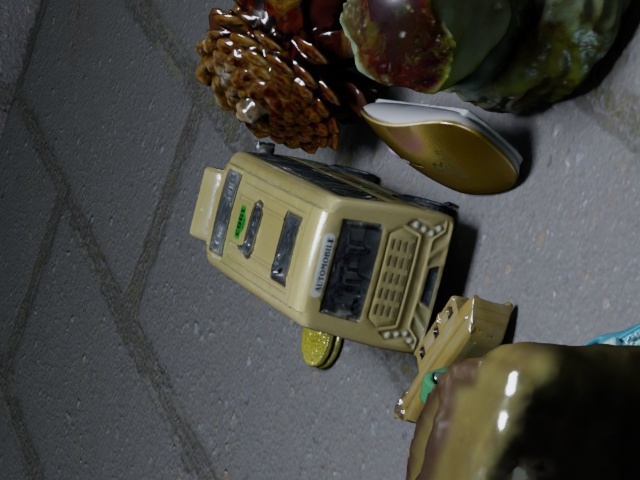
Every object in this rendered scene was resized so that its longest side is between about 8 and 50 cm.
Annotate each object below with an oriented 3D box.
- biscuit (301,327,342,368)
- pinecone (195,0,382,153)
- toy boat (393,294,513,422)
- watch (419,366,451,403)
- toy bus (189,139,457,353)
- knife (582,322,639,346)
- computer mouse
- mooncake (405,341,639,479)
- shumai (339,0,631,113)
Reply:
[{"bbox_3d":[0.001,0.116,2.229,0.084,0.023,0.084,-37,48,55],"label":"biscuit"},{"bbox_3d":[-0.024,-0.249,2.186,0.264,0.264,0.264,-36,48,55],"label":"pinecone"},{"bbox_3d":[0.135,0.126,1.912,0.077,0.057,0.200,-101,32,-47],"label":"toy boat"},{"bbox_3d":[0.160,0.206,1.759,0.165,0.131,0.152,-138,52,-60],"label":"watch"},{"bbox_3d":[0.000,0.000,2.076,0.365,0.202,0.177,27,104,65],"label":"toy bus"},{"bbox_3d":[0.283,0.092,1.642,0.222,0.031,0.064,-40,27,52],"label":"knife"},{"bbox_3d":[0.124,-0.103,1.964,0.056,0.126,0.245,-54,25,-8],"label":"computer mouse"},{"bbox_3d":[0.206,0.288,1.496,0.394,0.246,0.393,-109,32,-52],"label":"mooncake"},{"bbox_3d":[0.125,-0.268,1.803,0.304,0.263,0.309,55,138,36],"label":"shumai"}]
